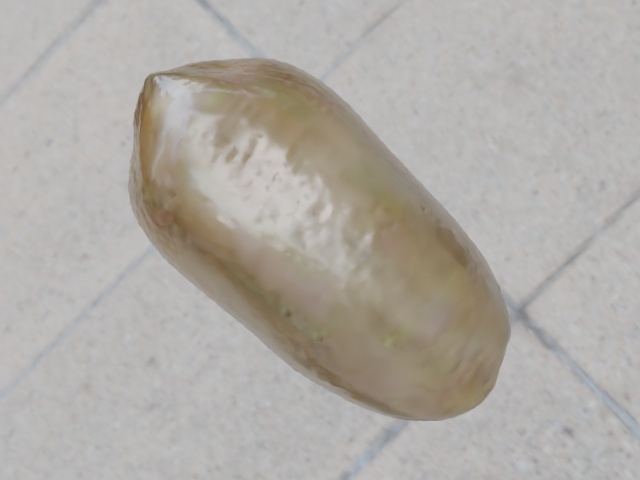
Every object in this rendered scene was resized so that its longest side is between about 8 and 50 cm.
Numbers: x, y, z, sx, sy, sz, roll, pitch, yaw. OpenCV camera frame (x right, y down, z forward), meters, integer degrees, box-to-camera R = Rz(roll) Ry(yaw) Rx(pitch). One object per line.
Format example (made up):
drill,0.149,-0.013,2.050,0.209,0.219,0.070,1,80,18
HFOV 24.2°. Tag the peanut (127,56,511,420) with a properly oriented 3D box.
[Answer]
peanut,0.000,0.000,0.479,0.076,0.152,0.076,-45,12,12
